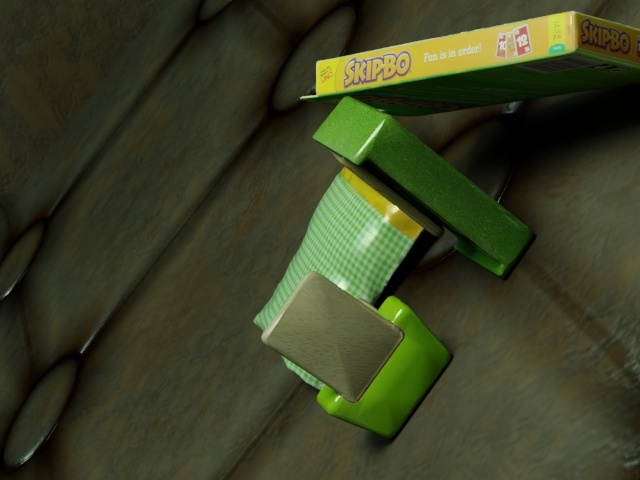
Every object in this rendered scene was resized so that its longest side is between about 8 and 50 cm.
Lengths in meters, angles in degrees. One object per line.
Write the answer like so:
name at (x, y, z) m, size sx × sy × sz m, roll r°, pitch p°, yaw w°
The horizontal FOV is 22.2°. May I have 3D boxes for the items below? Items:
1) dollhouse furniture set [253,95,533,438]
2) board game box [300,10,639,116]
dollhouse furniture set at (0.000, 0.000, 1.271) m, size 0.197 × 0.151 × 0.301 m, roll -54°, pitch 22°, yaw 1°
board game box at (0.115, -0.122, 1.183) m, size 0.259 × 0.124 × 0.039 m, roll -8°, pitch 80°, yaw 44°
